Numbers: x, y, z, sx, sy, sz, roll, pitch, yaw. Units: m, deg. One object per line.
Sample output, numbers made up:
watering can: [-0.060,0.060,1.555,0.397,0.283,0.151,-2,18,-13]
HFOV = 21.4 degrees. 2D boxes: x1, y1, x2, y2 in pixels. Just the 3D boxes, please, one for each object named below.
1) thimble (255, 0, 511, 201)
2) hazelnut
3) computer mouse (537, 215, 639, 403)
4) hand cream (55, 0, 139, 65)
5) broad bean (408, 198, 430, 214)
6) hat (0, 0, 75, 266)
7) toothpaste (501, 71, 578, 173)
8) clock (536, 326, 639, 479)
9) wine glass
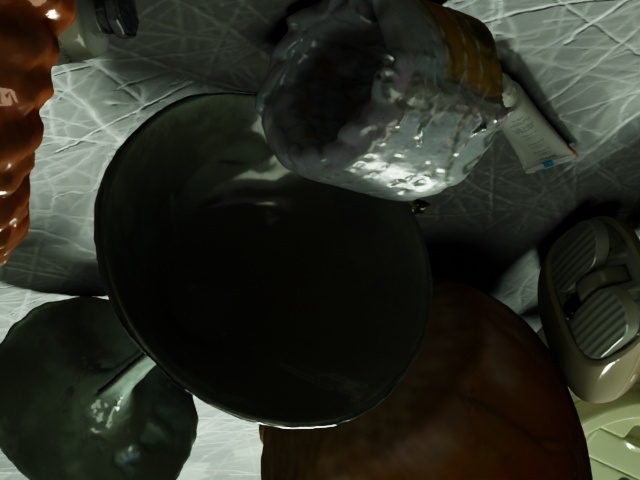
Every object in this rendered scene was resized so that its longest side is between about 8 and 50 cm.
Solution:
thimble: [0.041,-0.100,1.164,0.118,0.127,0.151,11,144,-42]
hazelnut: [0.106,0.207,1.620,0.315,0.372,0.372,-48,143,15]
computer mouse: [0.259,0.071,1.612,0.082,0.145,0.236,-14,159,-7]
hand cream: [-0.233,-0.127,1.112,0.234,0.050,0.080,-10,161,18]
broad bean: [-0.002,-0.003,1.472,0.195,0.046,0.061,-22,151,23]
hat: [-0.310,-0.148,0.837,0.400,0.285,0.285,20,148,-15]
toothpaste: [0.163,-0.091,1.356,0.048,0.031,0.190,-19,158,15]
clock: [0.294,0.255,1.858,0.284,0.114,0.309,26,109,-27]
wine glass: [-0.119,0.074,1.381,0.267,0.267,0.406,3,159,-27]
